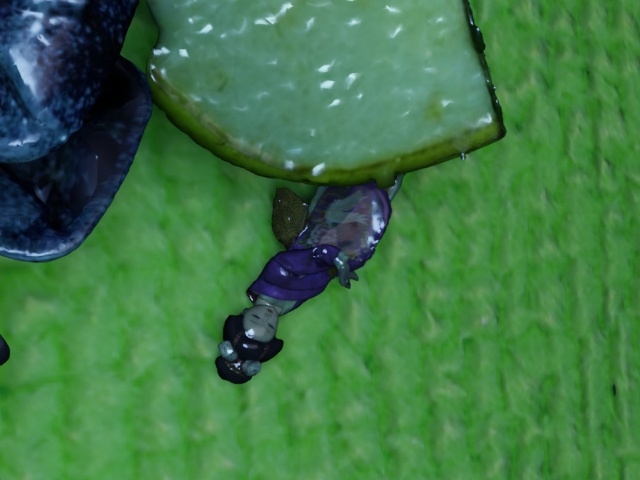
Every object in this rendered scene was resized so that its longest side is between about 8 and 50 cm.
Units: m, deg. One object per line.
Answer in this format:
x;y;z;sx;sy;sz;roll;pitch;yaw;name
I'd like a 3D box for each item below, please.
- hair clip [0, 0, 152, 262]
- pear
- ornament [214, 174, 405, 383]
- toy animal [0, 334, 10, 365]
-0.223;-0.101;0.478;0.310;0.194;0.206;-2;65;-8;hair clip
-0.023;-0.183;0.629;0.159;0.292;0.292;-15;95;8;pear
0.006;-0.003;0.716;0.088;0.081;0.203;39;65;-24;ornament
-0.198;0.055;0.478;0.170;0.255;0.090;-25;90;-48;toy animal
